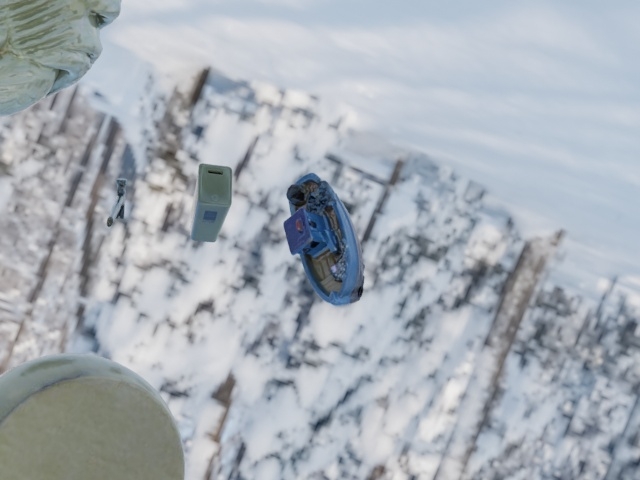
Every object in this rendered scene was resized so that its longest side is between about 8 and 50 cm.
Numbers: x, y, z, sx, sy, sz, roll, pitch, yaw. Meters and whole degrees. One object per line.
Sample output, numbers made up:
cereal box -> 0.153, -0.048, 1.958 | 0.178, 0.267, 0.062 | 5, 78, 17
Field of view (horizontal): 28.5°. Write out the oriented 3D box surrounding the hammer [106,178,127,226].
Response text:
hammer -> -0.314, -0.046, 1.935 | 0.017, 0.062, 0.182 | 4, -165, -4

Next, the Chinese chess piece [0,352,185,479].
Chinese chess piece -> -0.279, 0.257, 1.383 | 0.273, 0.273, 0.102 | 21, 174, -34

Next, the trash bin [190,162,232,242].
trash bin -> -0.139, -0.045, 1.586 | 0.043, 0.061, 0.092 | 5, 148, -11

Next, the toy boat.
toy boat -> 0.000, 0.000, 1.868 | 0.097, 0.100, 0.223 | 15, -133, -44

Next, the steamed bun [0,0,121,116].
steamed bun -> -0.483, -0.358, 1.807 | 0.247, 0.339, 0.352 | 15, 135, 60
